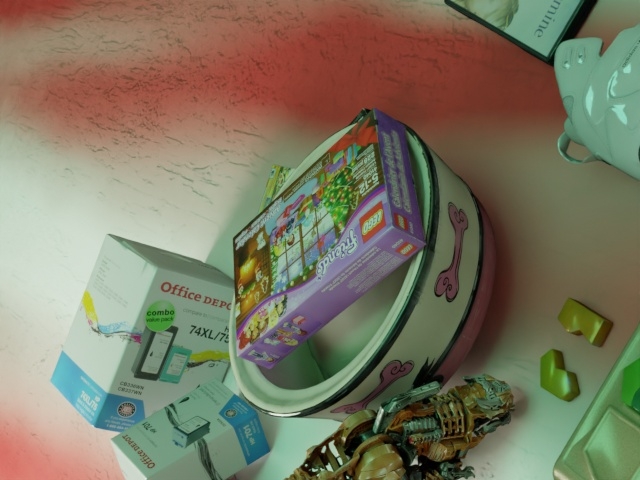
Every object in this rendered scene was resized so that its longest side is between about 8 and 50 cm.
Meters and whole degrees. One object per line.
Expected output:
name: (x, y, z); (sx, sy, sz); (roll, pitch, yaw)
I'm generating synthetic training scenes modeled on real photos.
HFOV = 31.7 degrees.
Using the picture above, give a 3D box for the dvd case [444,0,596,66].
dvd case: (0.280, -0.356, 1.507); (0.180, 0.022, 0.253); (-60, 39, 14)

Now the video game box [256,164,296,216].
video game box: (-0.057, -0.010, 1.717); (0.187, 0.048, 0.205); (17, 90, 67)

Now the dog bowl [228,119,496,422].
dog bowl: (0.057, 0.055, 1.468); (0.408, 0.150, 0.408); (-36, 41, 39)

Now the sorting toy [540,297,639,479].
sorting toy: (0.330, 0.190, 1.198); (0.307, 0.041, 0.229); (37, 104, 51)

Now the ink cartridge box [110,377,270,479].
ink cartridge box: (-0.194, 0.305, 1.677); (0.140, 0.191, 0.082); (27, 138, 52)

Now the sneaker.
sneaker: (0.381, -0.232, 1.234); (0.210, 0.137, 0.365); (21, 95, 50)

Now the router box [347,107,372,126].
router box: (0.054, -0.121, 1.673); (0.122, 0.038, 0.092); (-47, 43, 29)

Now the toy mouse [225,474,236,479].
toy mouse: (-0.163, 0.398, 1.726); (0.143, 0.031, 0.161); (19, 90, 52)

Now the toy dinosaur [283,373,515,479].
toy dinosaur: (0.073, 0.256, 1.332); (0.322, 0.218, 0.164); (-6, 44, 6)

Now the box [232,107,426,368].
box: (0.000, 0.000, 1.392); (0.293, 0.057, 0.201); (-41, 38, 33)

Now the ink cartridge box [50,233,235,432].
ink cartridge box: (-0.274, 0.158, 1.828); (0.197, 0.198, 0.270); (27, 97, 53)
